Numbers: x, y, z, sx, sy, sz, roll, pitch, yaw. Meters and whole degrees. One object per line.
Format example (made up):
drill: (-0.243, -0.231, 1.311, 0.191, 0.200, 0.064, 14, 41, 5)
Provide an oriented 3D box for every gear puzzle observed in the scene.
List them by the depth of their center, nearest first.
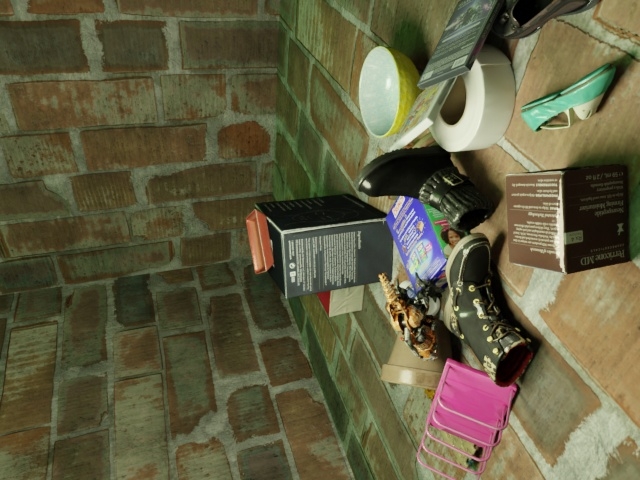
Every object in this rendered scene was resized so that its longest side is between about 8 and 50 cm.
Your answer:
gear puzzle: (0.452, 0.615, 1.740, 0.339, 0.044, 0.175, -124, 38, -52)

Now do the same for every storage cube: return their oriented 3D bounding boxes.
storage cube: (0.095, 0.234, 2.451, 0.193, 0.184, 0.215, -123, 30, -52)

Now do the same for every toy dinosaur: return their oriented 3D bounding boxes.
toy dinosaur: (0.283, 0.221, 1.510, 0.218, 0.164, 0.322, -63, -36, -47)

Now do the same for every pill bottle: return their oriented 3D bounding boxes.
pill bottle: (0.350, 0.206, 1.789, 0.169, 0.094, 0.094, -138, 43, -63)

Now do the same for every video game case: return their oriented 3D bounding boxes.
video game case: (0.362, -0.523, 1.253, 0.274, 0.026, 0.196, -62, 22, -8)
video game case: (0.282, -0.357, 1.337, 0.206, 0.026, 0.227, -61, 9, -17)

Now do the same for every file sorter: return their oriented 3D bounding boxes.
file sorter: (0.414, 0.536, 1.435, 0.182, 0.202, 0.290, -49, -28, -50)

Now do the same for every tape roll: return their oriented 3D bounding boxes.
tape roll: (0.401, -0.390, 1.360, 0.286, 0.100, 0.286, 173, 90, -73)

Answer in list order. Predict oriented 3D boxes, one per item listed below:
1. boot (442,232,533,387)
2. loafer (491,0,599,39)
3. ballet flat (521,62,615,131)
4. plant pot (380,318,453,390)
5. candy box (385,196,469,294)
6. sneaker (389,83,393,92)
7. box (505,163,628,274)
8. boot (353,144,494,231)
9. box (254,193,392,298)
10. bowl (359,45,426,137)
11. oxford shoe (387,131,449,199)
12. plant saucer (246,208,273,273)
boot: (0.461, 0.194, 1.365, 0.284, 0.138, 0.377, -119, 23, -50)
loafer: (0.468, -0.522, 1.093, 0.302, 0.095, 0.109, -159, 63, -70)
ballet flat: (0.534, -0.290, 1.052, 0.087, 0.083, 0.247, 58, 163, -5)
plant pot: (0.344, 0.380, 1.680, 0.263, 0.263, 0.229, 151, 130, -71)
candy box: (0.353, -0.021, 1.637, 0.268, 0.122, 0.317, 111, 145, -59)
sneaker: (0.239, -0.614, 1.819, 0.222, 0.083, 0.118, 55, 144, 38)
box: (0.514, -0.051, 1.042, 0.167, 0.168, 0.203, -165, 68, -70)
boot: (0.290, -0.128, 1.366, 0.260, 0.348, 0.131, 62, 154, 26)
box: (0.000, 0.000, 2.167, 0.480, 0.472, 0.297, -139, 42, -64)
bowl: (0.259, -0.495, 1.655, 0.289, 0.156, 0.289, 172, 90, -71)
oxford shoe: (0.303, -0.274, 1.661, 0.397, 0.140, 0.146, 128, 136, -65)
plant saucer: (-0.257, 0.008, 2.116, 0.258, 0.048, 0.259, 159, 100, -72)
